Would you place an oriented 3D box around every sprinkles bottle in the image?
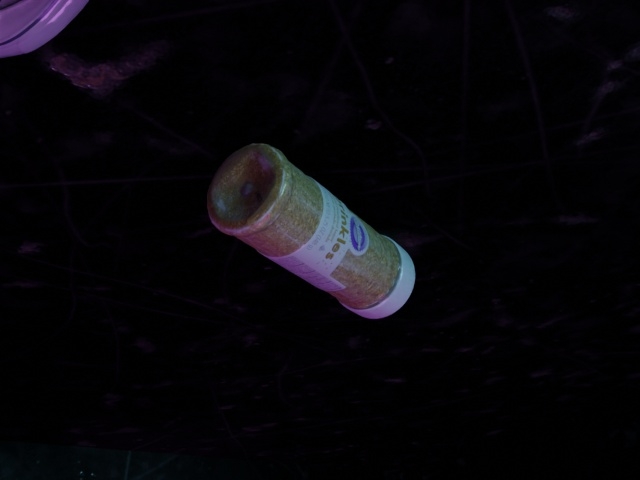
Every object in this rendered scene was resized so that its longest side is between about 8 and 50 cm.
[{"bbox_3d":[0.000,0.000,1.094,0.121,0.121,0.355,-21,149,25],"label":"sprinkles bottle"}]

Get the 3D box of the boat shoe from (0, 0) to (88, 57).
[{"bbox_3d":[-0.295,-0.201,0.697,0.226,0.083,0.076,-19,151,24],"label":"boat shoe"}]
